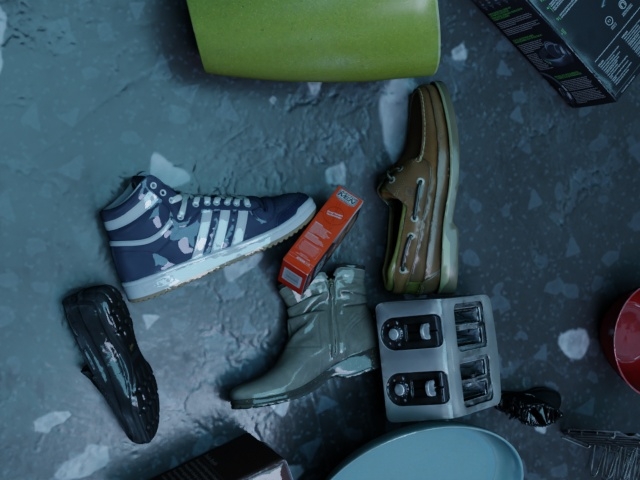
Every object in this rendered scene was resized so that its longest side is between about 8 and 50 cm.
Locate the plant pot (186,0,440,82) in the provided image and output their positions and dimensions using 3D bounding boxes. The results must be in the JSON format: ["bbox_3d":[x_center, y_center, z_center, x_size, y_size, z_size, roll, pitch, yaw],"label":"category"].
[{"bbox_3d":[-0.023,-0.317,1.348,0.293,0.275,0.275,-13,96,-2],"label":"plant pot"}]

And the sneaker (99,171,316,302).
[{"bbox_3d":[-0.151,-0.042,1.376,0.282,0.099,0.153,-25,101,-14],"label":"sneaker"}]

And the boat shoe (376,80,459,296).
[{"bbox_3d":[0.135,-0.075,1.468,0.104,0.111,0.307,-1,84,-6],"label":"boat shoe"}]

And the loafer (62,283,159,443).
[{"bbox_3d":[-0.272,0.165,1.361,0.078,0.076,0.223,-13,105,18],"label":"loafer"}]

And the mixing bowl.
[{"bbox_3d":[0.503,0.147,1.609,0.181,0.098,0.181,-1,92,-18],"label":"mixing bowl"}]

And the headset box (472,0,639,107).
[{"bbox_3d":[0.383,-0.382,1.532,0.283,0.131,0.246,42,79,-16],"label":"headset box"}]

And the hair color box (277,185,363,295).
[{"bbox_3d":[0.000,0.000,1.421,0.043,0.072,0.141,32,64,8],"label":"hair color box"}]

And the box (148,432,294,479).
[{"bbox_3d":[-0.131,0.381,1.359,0.203,0.168,0.167,-22,99,-17],"label":"box"}]

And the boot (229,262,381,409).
[{"bbox_3d":[-0.032,0.131,1.446,0.246,0.083,0.161,-19,87,-19],"label":"boot"}]

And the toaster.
[{"bbox_3d":[0.168,0.163,1.456,0.185,0.110,0.168,1,84,-56],"label":"toaster"}]

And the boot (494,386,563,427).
[{"bbox_3d":[0.326,0.249,1.550,0.121,0.099,0.045,3,92,-19],"label":"boot"}]

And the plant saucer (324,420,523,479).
[{"bbox_3d":[0.126,0.356,1.444,0.317,0.044,0.317,-9,129,-12],"label":"plant saucer"}]

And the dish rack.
[{"bbox_3d":[0.505,0.347,1.567,0.271,0.208,0.074,23,72,-18],"label":"dish rack"}]
